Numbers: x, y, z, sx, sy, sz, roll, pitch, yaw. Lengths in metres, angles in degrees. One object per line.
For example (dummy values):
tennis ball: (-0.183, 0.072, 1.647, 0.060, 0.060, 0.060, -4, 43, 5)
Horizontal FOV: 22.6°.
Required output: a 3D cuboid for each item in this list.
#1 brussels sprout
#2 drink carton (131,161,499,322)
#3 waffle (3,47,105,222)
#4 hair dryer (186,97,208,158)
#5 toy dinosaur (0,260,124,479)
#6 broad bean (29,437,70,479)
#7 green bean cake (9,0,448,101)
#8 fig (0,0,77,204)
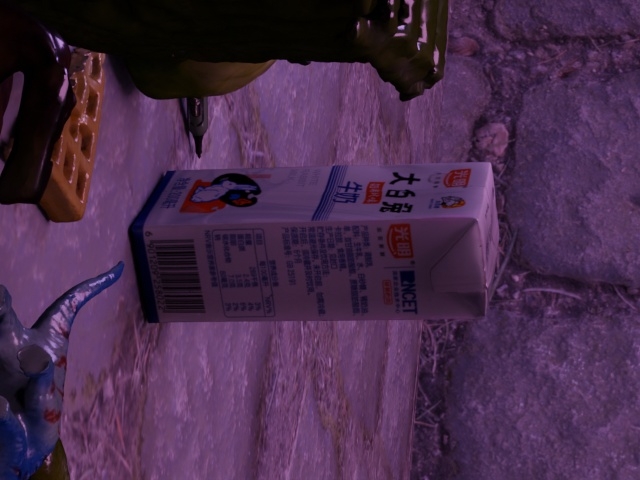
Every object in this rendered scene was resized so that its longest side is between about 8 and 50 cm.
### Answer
brussels sprout: (-0.106, -0.186, 1.372, 0.122, 0.149, 0.151, -51, 126, -47)
drink carton: (0.000, 0.000, 1.440, 0.130, 0.315, 0.106, -69, 154, -60)
waffle: (-0.197, -0.120, 1.209, 0.125, 0.032, 0.191, 63, 27, -61)
hair dryer: (-0.118, -0.144, 1.559, 0.071, 0.047, 0.150, -77, 168, -53)
toy dinosaur: (-0.201, 0.112, 1.006, 0.144, 0.076, 0.329, 77, 28, -56)
broad bean: (-0.190, 0.175, 1.151, 0.052, 0.053, 0.256, -125, -164, -56)
green bean cake: (-0.083, -0.218, 1.060, 0.335, 0.319, 0.218, 33, 60, -72)
fig: (-0.222, -0.089, 0.670, 0.235, 0.214, 0.235, 57, 16, -26)
